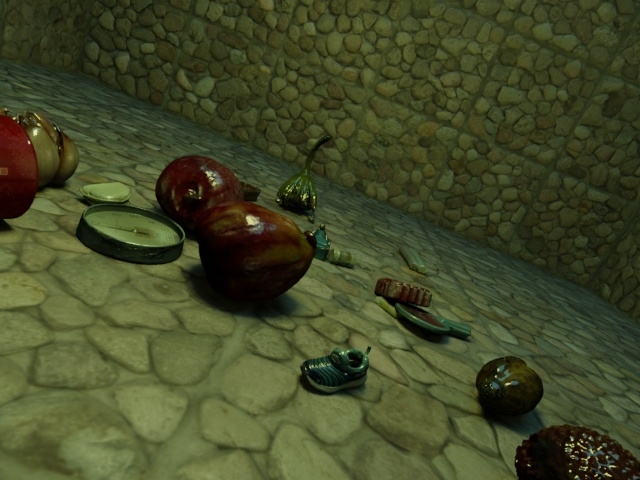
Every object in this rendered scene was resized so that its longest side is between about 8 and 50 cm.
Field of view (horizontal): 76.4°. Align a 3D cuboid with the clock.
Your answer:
[{"bbox_3d":[-0.423,-0.020,0.927,0.226,0.048,0.226,22,16,-7],"label":"clock"}]

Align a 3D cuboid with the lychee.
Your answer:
[{"bbox_3d":[0.388,0.361,0.588,0.188,0.187,0.188,21,17,-7],"label":"lychee"}]

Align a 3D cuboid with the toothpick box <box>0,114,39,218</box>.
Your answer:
[{"bbox_3d":[-0.673,-0.118,0.635,0.204,0.204,0.333,28,17,18],"label":"toothpick box"}]

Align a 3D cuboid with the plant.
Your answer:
[{"bbox_3d":[-0.044,-0.266,1.748,0.180,0.333,0.251,31,-2,-32],"label":"plant"}]

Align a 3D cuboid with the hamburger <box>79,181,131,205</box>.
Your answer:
[{"bbox_3d":[-0.544,-0.110,1.048,0.084,0.054,0.121,36,23,25],"label":"hamburger"}]

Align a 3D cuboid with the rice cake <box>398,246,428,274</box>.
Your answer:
[{"bbox_3d":[0.388,0.078,1.703,0.080,0.042,0.221,22,17,-8],"label":"rice cake"}]

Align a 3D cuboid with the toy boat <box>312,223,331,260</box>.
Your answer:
[{"bbox_3d":[0.000,0.000,1.369,0.075,0.077,0.185,21,17,-5],"label":"toy boat"}]

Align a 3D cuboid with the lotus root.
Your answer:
[{"bbox_3d":[0.399,0.311,0.866,0.210,0.120,0.120,7,23,-41],"label":"lotus root"}]

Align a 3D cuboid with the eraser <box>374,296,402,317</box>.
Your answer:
[{"bbox_3d":[0.193,0.186,1.142,0.038,0.019,0.083,8,22,-45],"label":"eraser"}]

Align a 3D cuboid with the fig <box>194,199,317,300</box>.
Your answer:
[{"bbox_3d":[-0.148,0.024,0.882,0.263,0.223,0.224,24,16,-10],"label":"fig"}]

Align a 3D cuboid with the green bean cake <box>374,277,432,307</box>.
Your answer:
[{"bbox_3d":[0.240,0.149,1.189,0.136,0.056,0.135,17,-2,-16],"label":"green bean cake"}]

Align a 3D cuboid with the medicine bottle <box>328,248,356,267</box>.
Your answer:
[{"bbox_3d":[0.071,0.058,1.337,0.084,0.047,0.047,17,17,-23],"label":"medicine bottle"}]

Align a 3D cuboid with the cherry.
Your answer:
[{"bbox_3d":[-0.324,-0.125,1.131,0.231,0.202,0.300,21,2,0],"label":"cherry"}]

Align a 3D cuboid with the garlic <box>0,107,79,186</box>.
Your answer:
[{"bbox_3d":[-0.692,-0.198,0.958,0.214,0.191,0.160,24,37,-39],"label":"garlic"}]

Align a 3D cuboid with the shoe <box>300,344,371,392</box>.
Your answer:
[{"bbox_3d":[0.031,0.223,0.724,0.143,0.071,0.064,6,22,-33],"label":"shoe"}]

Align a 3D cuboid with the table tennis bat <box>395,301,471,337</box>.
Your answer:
[{"bbox_3d":[0.315,0.225,1.127,0.245,0.040,0.153,20,9,-19],"label":"table tennis bat"}]

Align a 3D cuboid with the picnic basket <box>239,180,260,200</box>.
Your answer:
[{"bbox_3d":[-0.326,-0.196,1.594,0.110,0.054,0.193,30,18,26],"label":"picnic basket"}]
